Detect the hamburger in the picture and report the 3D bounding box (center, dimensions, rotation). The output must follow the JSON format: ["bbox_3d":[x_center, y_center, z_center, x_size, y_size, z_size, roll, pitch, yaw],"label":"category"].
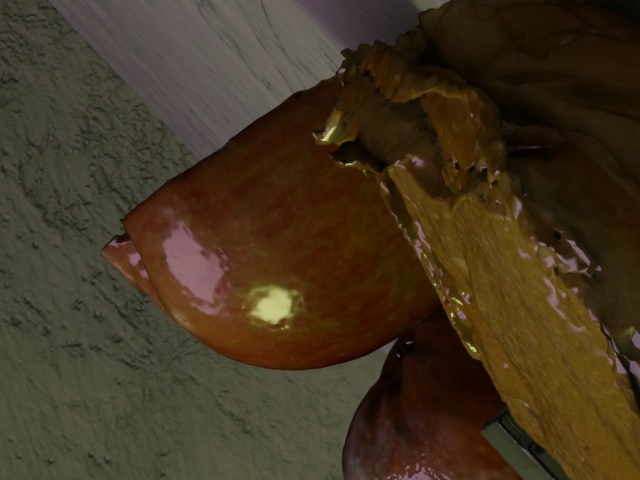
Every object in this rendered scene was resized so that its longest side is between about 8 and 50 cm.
[{"bbox_3d":[0.141,0.015,0.845,0.318,0.158,0.318,47,175,6],"label":"hamburger"}]

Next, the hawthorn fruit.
[{"bbox_3d":[0.132,0.144,1.363,0.263,0.235,0.231,61,-155,12],"label":"hawthorn fruit"}]

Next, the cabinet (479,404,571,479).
[{"bbox_3d":[0.220,0.136,1.155,0.206,0.145,0.150,47,175,6],"label":"cabinet"}]

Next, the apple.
[{"bbox_3d":[0.000,0.000,1.289,0.163,0.251,0.293,56,175,3],"label":"apple"}]
